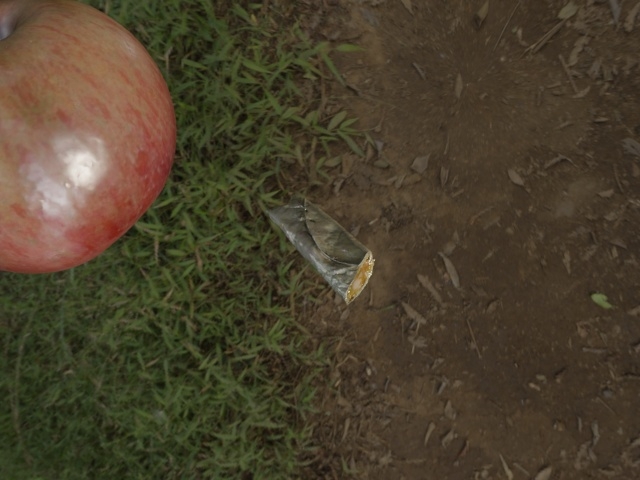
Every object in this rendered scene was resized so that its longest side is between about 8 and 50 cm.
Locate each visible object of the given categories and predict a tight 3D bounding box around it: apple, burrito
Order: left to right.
[{"bbox_3d":[-0.337,-0.138,0.653,0.344,0.345,0.269,-20,130,19],"label":"apple"},{"bbox_3d":[0.000,0.000,0.846,0.226,0.087,0.060,43,148,34],"label":"burrito"}]
